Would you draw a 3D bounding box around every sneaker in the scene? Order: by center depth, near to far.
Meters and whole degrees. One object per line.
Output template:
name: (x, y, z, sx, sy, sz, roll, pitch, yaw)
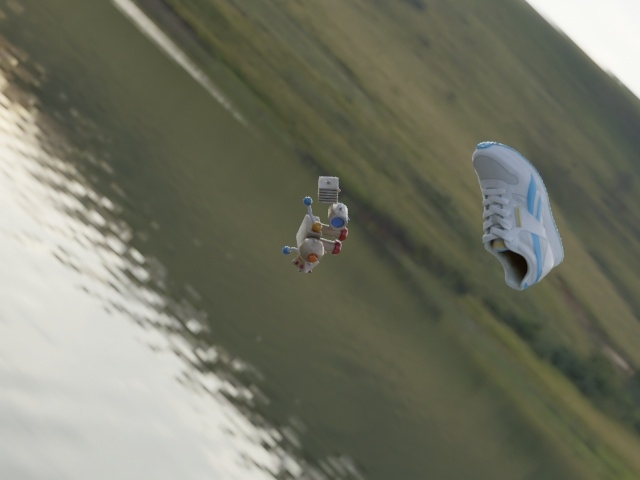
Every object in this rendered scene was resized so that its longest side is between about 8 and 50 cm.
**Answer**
sneaker: (0.275, -0.036, 1.986, 0.087, 0.092, 0.229, -1, -57, 52)

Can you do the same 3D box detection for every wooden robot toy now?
wooden robot toy: (0.000, 0.000, 1.932, 0.076, 0.173, 0.079, 16, 35, -12)
